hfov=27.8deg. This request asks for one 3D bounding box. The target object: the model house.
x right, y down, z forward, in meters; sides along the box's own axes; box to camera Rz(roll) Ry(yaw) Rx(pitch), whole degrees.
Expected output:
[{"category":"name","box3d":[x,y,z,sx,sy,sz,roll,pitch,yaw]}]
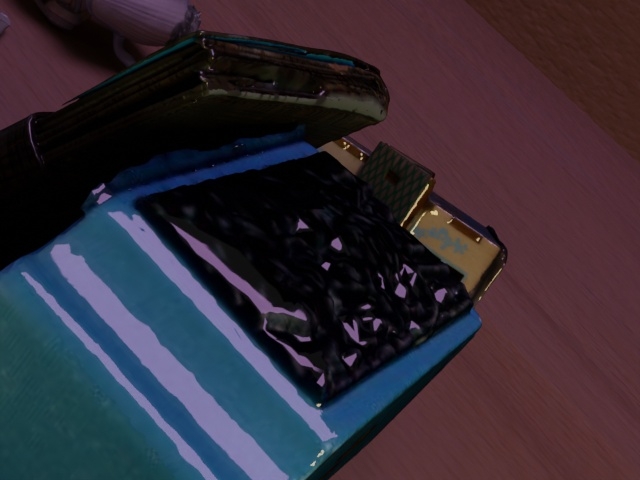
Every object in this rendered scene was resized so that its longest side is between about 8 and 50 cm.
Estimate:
[{"category":"model house","box3d":[0.000,0.000,0.895,0.206,0.178,0.271,36,9,1]}]

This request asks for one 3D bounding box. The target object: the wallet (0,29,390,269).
[{"category":"wallet","box3d":[-0.126,-0.043,0.768,0.169,0.317,0.044,5,70,-51]}]

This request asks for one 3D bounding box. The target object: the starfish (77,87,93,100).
[{"category":"starfish","box3d":[-0.060,-0.033,1.098,0.303,0.113,0.312,20,37,-32]}]

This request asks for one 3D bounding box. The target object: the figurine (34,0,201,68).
[{"category":"figurine","box3d":[-0.204,-0.254,1.291,0.184,0.128,0.208,31,15,-10]}]

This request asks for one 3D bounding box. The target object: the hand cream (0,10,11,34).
[{"category":"hand cream","box3d":[-0.307,-0.172,1.076,0.080,0.050,0.234,30,19,-17]}]

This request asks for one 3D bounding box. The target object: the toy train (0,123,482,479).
[{"category":"toy train","box3d":[-0.065,0.085,0.646,0.188,0.265,0.300,45,24,9]}]
